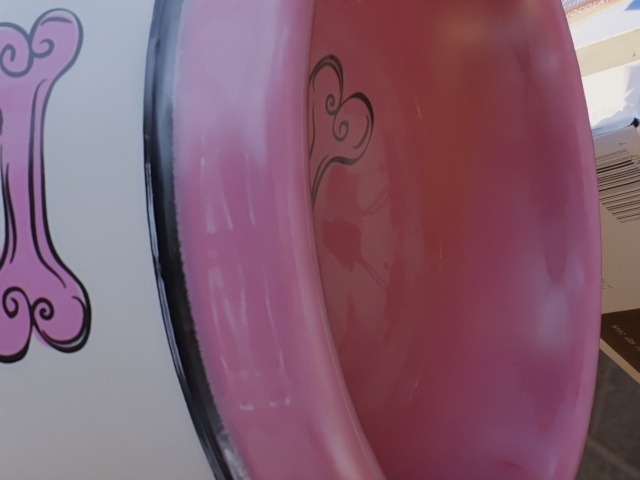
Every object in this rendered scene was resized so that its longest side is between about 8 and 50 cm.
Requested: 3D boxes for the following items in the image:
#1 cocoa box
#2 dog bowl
[{"bbox_3d":[0.306,-0.056,0.970,0.231,0.347,0.228,-15,42,51],"label":"cocoa box"},{"bbox_3d":[0.014,-0.014,0.528,0.150,0.408,0.407,-5,97,31],"label":"dog bowl"}]
